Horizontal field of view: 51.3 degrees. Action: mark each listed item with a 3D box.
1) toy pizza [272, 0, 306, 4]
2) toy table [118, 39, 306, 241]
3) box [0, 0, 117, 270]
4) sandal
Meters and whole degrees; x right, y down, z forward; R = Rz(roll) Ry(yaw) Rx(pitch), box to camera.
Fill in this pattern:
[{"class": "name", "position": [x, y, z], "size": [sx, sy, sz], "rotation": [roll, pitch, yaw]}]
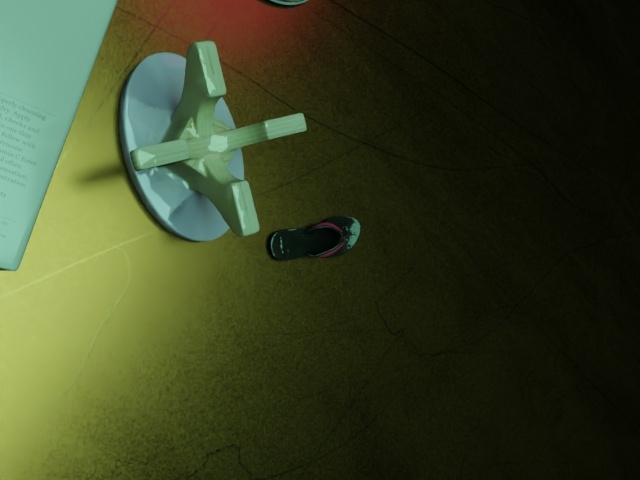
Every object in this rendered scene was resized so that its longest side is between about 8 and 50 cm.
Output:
[{"class": "toy pizza", "position": [-0.064, -0.485, 1.078], "size": [0.201, 0.032, 0.201], "rotation": [2, 87, -34]}, {"class": "toy table", "position": [-0.164, -0.133, 0.918], "size": [0.252, 0.161, 0.274], "rotation": [-33, 107, -31]}, {"class": "box", "position": [-0.376, -0.153, 0.737], "size": [0.168, 0.215, 0.345], "rotation": [23, 75, -31]}, {"class": "sandal", "position": [0.000, 0.000, 1.096], "size": [0.179, 0.040, 0.067], "rotation": [-12, 95, -34]}]
